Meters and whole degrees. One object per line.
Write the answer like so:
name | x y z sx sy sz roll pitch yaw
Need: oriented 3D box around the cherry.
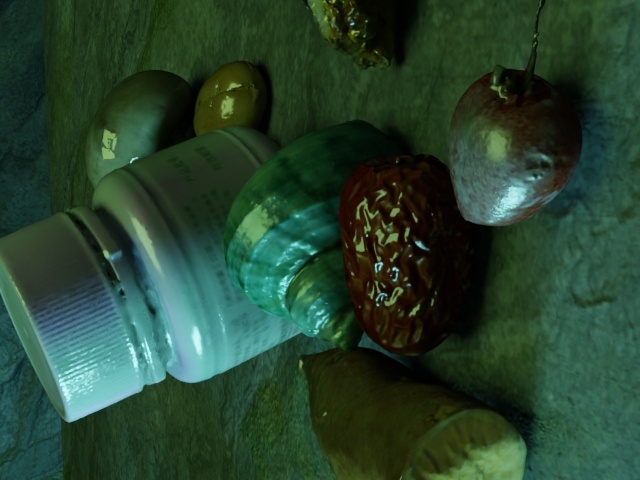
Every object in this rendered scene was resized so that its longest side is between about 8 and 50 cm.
cherry | 0.155 -0.105 0.727 0.107 0.090 0.225 -106 33 -54

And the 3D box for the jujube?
jujube | 0.075 0.013 0.888 0.112 0.109 0.176 27 129 57

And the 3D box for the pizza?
pizza | 0.021 -0.271 0.940 0.058 0.127 0.246 -2 113 42

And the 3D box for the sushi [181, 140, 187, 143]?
sushi | -0.172 -0.087 1.443 0.078 0.090 0.150 -52 35 1

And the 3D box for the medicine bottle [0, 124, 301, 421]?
medicine bottle | -0.174 0.038 1.137 0.256 0.325 0.256 48 154 34

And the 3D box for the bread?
bread | -0.128 -0.176 1.380 0.189 0.077 0.114 -25 74 62

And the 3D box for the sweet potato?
sweet potato | 0.052 0.172 0.948 0.336 0.131 0.131 -166 74 -66

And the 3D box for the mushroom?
mushroom | -0.261 -0.152 1.572 0.226 0.178 0.226 22 -90 -87

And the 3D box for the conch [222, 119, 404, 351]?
conch | 0.000 0.003 0.983 0.196 0.134 0.202 -22 94 25
